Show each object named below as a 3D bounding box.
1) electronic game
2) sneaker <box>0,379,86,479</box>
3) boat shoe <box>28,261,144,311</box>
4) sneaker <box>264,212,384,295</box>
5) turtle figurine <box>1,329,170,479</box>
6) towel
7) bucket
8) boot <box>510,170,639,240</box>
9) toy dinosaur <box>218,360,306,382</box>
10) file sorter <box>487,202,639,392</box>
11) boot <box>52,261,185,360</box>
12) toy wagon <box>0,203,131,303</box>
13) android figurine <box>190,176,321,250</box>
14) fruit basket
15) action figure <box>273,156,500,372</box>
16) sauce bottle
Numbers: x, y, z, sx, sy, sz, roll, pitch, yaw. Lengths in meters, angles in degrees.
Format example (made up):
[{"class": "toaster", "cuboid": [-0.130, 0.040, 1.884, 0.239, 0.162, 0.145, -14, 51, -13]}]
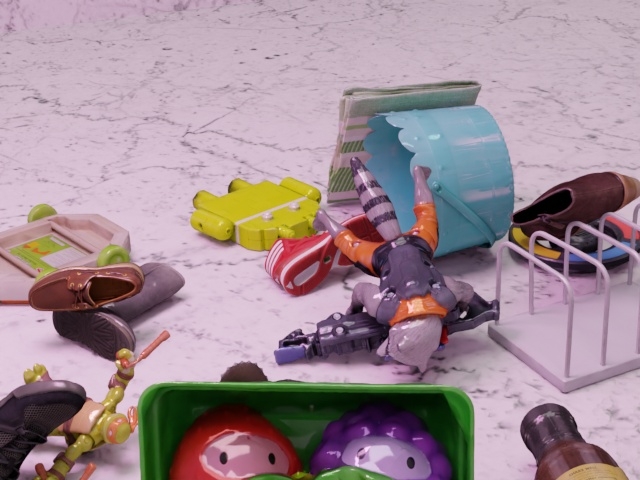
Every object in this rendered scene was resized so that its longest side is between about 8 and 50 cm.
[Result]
[{"class": "electronic game", "cuboid": [0.439, -0.005, 2.070, 0.229, 0.048, 0.229, -2, 25, 1]}, {"class": "sneaker", "cuboid": [-0.382, 0.259, 1.486, 0.227, 0.087, 0.130, -25, 52, 16]}, {"class": "boat shoe", "cuboid": [-0.355, 0.073, 1.807, 0.178, 0.064, 0.060, -10, 15, -3]}, {"class": "sneaker", "cuboid": [0.000, 0.000, 2.027, 0.221, 0.087, 0.128, -28, 32, -22]}, {"class": "turtle figurine", "cuboid": [-0.316, 0.226, 1.592, 0.217, 0.087, 0.269, 9, 60, 36]}, {"class": "towel", "cuboid": [0.139, -0.177, 2.179, 0.247, 0.325, 0.038, -6, 59, -11]}, {"class": "bucket", "cuboid": [0.199, -0.099, 2.042, 0.183, 0.281, 0.281, -10, 26, -13]}, {"class": "boot", "cuboid": [0.364, -0.051, 1.904, 0.207, 0.090, 0.248, -9, -10, -42]}, {"class": "toy dinosaur", "cuboid": [-0.031, 0.226, 1.541, 0.313, 0.121, 0.160, 8, 24, 18]}, {"class": "file sorter", "cuboid": [0.416, 0.071, 1.769, 0.277, 0.173, 0.193, -15, 28, -23]}, {"class": "boot", "cuboid": [-0.293, 0.106, 1.895, 0.189, 0.076, 0.208, 21, 27, 36]}, {"class": "toy wagon", "cuboid": [-0.503, 0.034, 2.055, 0.344, 0.068, 0.267, -23, 32, -34]}, {"class": "android figurine", "cuboid": [-0.110, -0.052, 2.213, 0.248, 0.056, 0.273, -20, 29, -33]}, {"class": "fruit basket", "cuboid": [-0.018, 0.294, 1.276, 0.392, 0.283, 0.392, -1, 8, 0]}, {"class": "action figure", "cuboid": [0.075, 0.055, 1.761, 0.341, 0.178, 0.330, -17, 50, -4]}, {"class": "sauce bottle", "cuboid": [0.308, 0.303, 1.362, 0.111, 0.111, 0.344, -5, 27, -5]}]
